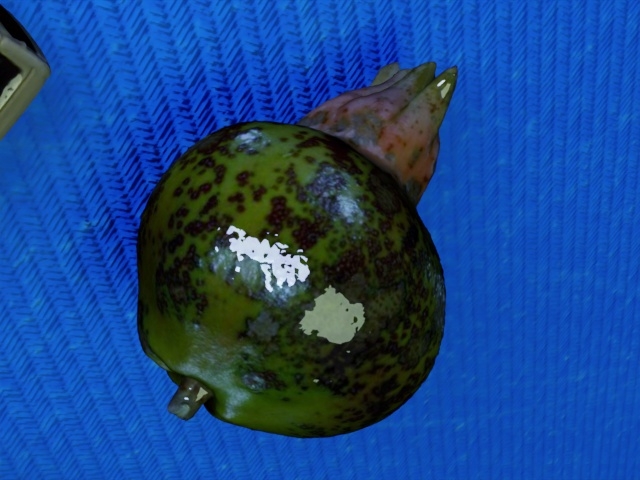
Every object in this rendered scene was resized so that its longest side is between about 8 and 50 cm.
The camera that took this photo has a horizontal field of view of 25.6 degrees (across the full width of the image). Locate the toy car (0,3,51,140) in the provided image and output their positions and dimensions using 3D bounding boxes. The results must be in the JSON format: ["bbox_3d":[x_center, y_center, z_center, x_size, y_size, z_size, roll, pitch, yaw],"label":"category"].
[{"bbox_3d":[-0.261,-0.037,0.727,0.256,0.101,0.124,-48,147,7],"label":"toy car"}]

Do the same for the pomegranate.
[{"bbox_3d":[-0.016,-0.007,0.945,0.204,0.276,0.222,4,160,2],"label":"pomegranate"}]
